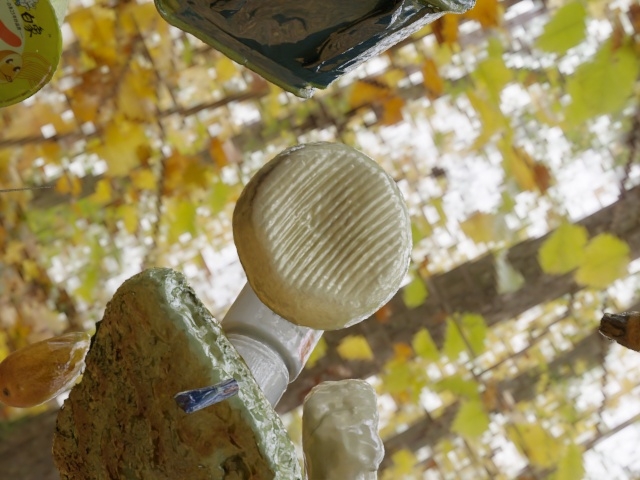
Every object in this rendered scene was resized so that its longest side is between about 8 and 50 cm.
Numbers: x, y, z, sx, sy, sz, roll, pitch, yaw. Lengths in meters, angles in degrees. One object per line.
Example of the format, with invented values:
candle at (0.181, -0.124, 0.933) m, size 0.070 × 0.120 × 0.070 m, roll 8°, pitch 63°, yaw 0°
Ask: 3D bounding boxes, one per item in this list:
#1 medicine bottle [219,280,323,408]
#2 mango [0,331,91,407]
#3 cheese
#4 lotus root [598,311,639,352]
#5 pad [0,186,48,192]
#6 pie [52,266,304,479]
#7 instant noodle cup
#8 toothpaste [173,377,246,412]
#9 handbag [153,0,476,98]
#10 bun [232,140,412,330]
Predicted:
medicine bottle at (-0.077, 0.137, 2.186) m, size 0.144 × 0.252 × 0.144 m, roll 20°, pitch -39°, yaw 17°
mango at (-0.430, 0.202, 2.301) m, size 0.115 × 0.165 × 0.089 m, roll -104°, pitch 172°, yaw -72°
cheese at (0.034, 0.366, 2.167) m, size 0.318 × 0.115 × 0.327 m, roll 98°, pitch -13°, yaw -80°
lotus root at (0.574, 0.138, 2.257) m, size 0.309 × 0.183 × 0.183 m, roll -7°, pitch -68°, yaw 35°
pad at (-0.468, -0.094, 2.018) m, size 0.323 × 0.249 × 0.055 m, roll -58°, pitch 141°, yaw -62°
pie at (-0.187, 0.258, 1.941) m, size 0.395 × 0.180 × 0.418 m, roll 44°, pitch -46°, yaw 23°
instant noodle cup at (-0.479, -0.366, 2.055) m, size 0.222 × 0.311 × 0.311 m, roll -77°, pitch 165°, yaw -46°
toothpaste at (-0.116, 0.164, 1.583) m, size 0.027 × 0.083 × 0.019 m, roll 54°, pitch -37°, yaw 27°
handbag at (0.002, -0.292, 1.424) m, size 0.241 × 0.263 × 0.222 m, roll -21°, pitch -126°, yaw 41°
bun at (0.000, 0.000, 1.675) m, size 0.222 × 0.222 × 0.127 m, roll 57°, pitch -20°, yaw 16°
